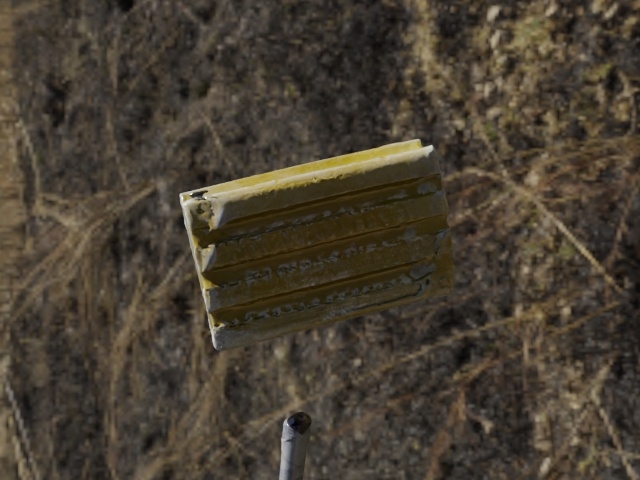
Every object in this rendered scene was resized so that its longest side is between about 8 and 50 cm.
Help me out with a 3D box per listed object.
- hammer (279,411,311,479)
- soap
[{"bbox_3d":[-0.048,0.417,1.297,0.044,0.152,0.427,16,107,28],"label":"hammer"},{"bbox_3d":[0.000,0.000,1.061,0.089,0.274,0.173,-131,30,-73],"label":"soap"}]
